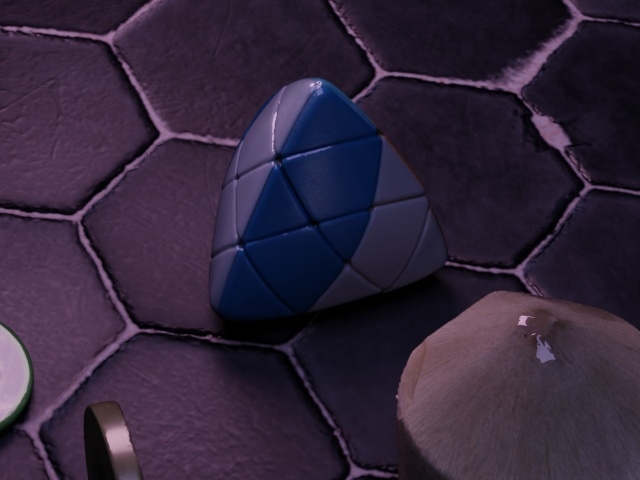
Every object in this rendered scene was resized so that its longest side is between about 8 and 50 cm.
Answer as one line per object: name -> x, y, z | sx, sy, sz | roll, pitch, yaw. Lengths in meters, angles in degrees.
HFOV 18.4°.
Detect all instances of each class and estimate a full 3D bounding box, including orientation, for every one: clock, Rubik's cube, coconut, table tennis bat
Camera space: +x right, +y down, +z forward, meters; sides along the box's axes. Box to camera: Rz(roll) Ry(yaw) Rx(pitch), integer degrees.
clock -> -0.149, 0.241, 1.557 | 0.029, 0.235, 0.235 | -11, 51, -13
Rubik's cube -> 0.000, 0.000, 1.866 | 0.254, 0.254, 0.254 | 3, 49, -4
coconut -> 0.181, 0.157, 1.649 | 0.237, 0.266, 0.237 | -2, 52, 3
table tennis bat -> -0.380, 0.135, 1.756 | 0.257, 0.039, 0.160 | -17, 54, -23
